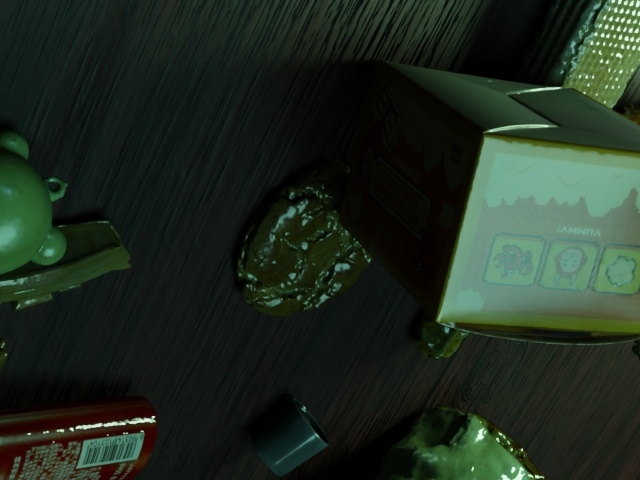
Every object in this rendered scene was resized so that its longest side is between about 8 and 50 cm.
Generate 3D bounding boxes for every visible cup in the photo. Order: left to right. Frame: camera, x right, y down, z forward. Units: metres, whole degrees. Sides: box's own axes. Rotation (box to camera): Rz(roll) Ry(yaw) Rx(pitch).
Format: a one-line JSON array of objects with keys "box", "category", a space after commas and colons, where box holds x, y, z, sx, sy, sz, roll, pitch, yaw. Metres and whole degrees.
[{"box": [-0.040, 0.258, 1.836, 0.077, 0.078, 0.100, -38, 174, 3], "category": "cup"}]

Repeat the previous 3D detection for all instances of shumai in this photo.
[{"box": [0.166, 0.411, 2.020, 0.323, 0.397, 0.324, -61, 173, -26], "category": "shumai"}]

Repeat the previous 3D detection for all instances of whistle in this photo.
[{"box": [-0.355, -0.004, 1.242, 0.288, 0.131, 0.106, -23, -178, -26], "category": "whistle"}]

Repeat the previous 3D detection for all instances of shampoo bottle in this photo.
[{"box": [-0.315, 0.231, 1.517, 0.314, 0.076, 0.118, 0, 130, -51], "category": "shampoo bottle"}]

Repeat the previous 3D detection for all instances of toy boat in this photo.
[{"box": [-0.281, 0.032, 1.393, 0.206, 0.064, 0.072, -14, 150, -33], "category": "toy boat"}]

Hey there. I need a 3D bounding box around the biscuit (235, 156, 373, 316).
[{"box": [0.000, 0.000, 1.631, 0.225, 0.042, 0.226, -25, 139, -23], "category": "biscuit"}]

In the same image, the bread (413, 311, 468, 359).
[{"box": [0.168, 0.112, 1.881, 0.066, 0.060, 0.110, 12, 119, -30], "category": "bread"}]

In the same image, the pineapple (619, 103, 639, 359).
[{"box": [0.471, -0.013, 1.826, 0.352, 0.300, 0.352, -25, 140, -23], "category": "pineapple"}]

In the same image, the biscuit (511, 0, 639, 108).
[{"box": [0.292, -0.181, 1.682, 0.144, 0.078, 0.426, -2, 128, -39], "category": "biscuit"}]

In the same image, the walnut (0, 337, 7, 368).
[{"box": [-0.434, 0.188, 1.296, 0.336, 0.209, 0.209, -33, 143, -10], "category": "walnut"}]

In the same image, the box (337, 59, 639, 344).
[{"box": [0.199, -0.044, 1.482, 0.259, 0.283, 0.214, 4, 109, -22], "category": "box"}]
